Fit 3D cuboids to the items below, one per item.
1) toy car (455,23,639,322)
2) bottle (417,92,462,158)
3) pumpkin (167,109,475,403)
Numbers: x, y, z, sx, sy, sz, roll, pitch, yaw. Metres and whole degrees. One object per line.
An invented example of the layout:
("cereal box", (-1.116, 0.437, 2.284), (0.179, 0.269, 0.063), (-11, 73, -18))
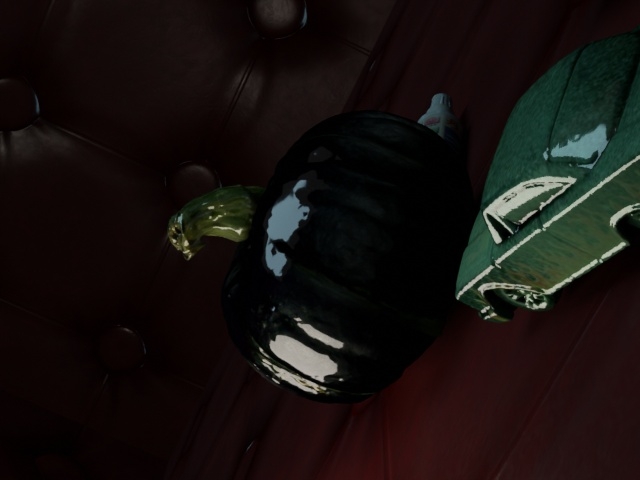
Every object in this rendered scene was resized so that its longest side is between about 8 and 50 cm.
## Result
("toy car", (0.171, -0.054, 0.809), (0.141, 0.097, 0.321), (-68, 7, -24))
("bottle", (0.136, -0.116, 1.458), (0.217, 0.060, 0.060), (-78, 14, -57))
("pumpkin", (0.000, 0.000, 1.205), (0.296, 0.296, 0.296), (-155, 90, -83))
